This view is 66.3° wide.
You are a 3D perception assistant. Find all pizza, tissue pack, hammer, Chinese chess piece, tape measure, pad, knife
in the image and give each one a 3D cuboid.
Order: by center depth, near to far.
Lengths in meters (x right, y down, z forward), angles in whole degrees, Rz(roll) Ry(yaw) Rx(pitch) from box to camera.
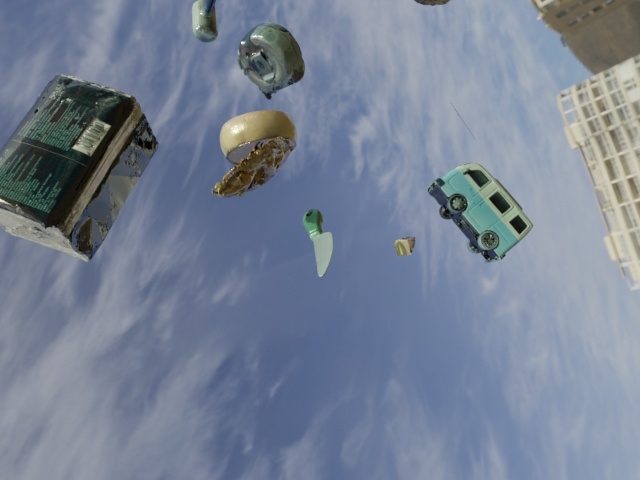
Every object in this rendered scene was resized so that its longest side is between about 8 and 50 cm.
[{"bbox_3d":[0.001,-0.001,1.184,0.034,0.063,0.260,54,-169,-34],"label":"knife"},{"bbox_3d":[-0.161,-0.172,1.198,0.071,0.189,0.297,50,-158,-2],"label":"pizza"},{"bbox_3d":[-0.654,-0.189,1.289,0.264,0.253,0.416,17,-115,5],"label":"tissue pack"},{"bbox_3d":[-0.302,-0.631,1.326,0.069,0.194,0.116,0,-100,-23],"label":"hammer"},{"bbox_3d":[0.484,-0.410,1.669,0.112,0.003,0.157,48,-157,-21],"label":"pad"},{"bbox_3d":[-0.214,-0.355,1.711,0.270,0.270,0.112,-6,-99,-47],"label":"Chinese chess piece"},{"bbox_3d":[-0.200,-0.727,1.978,0.275,0.256,0.147,55,-130,-27],"label":"tape measure"}]

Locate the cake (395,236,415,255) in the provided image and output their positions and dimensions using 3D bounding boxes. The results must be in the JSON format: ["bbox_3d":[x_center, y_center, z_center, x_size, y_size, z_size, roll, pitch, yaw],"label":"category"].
[{"bbox_3d":[0.278,0.016,1.578,0.140,0.051,0.055,-17,-83,-68],"label":"cake"}]

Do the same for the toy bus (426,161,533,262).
[{"bbox_3d":[0.436,-0.088,1.340,0.271,0.165,0.133,51,177,6],"label":"toy bus"}]

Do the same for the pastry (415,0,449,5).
[{"bbox_3d":[0.363,-0.815,1.509,0.192,0.182,0.093,-15,-114,-17],"label":"pastry"}]
